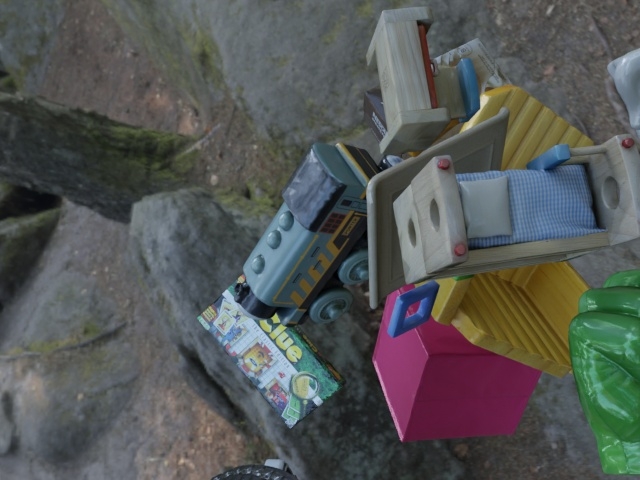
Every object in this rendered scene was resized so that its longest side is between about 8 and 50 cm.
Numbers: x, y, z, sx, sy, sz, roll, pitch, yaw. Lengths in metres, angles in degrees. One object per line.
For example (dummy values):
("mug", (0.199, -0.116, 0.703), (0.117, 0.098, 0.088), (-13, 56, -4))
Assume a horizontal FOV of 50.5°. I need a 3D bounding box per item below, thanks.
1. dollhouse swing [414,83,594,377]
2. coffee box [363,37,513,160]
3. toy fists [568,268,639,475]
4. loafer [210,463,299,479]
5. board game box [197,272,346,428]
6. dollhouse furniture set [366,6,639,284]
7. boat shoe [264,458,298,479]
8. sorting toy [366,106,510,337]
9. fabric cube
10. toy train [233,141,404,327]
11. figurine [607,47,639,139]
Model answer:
("dollhouse swing", (0.345, -0.018, 1.084), (0.305, 0.346, 0.315), (-52, 34, 22))
("coffee box", (0.220, -0.252, 1.270), (0.141, 0.246, 0.098), (59, 171, 19))
("toy fists", (0.313, 0.079, 0.518), (0.096, 0.279, 0.142), (135, 125, -68))
("loafer", (-0.123, 0.341, 0.717), (0.366, 0.134, 0.130), (-28, 100, 38))
("board game box", (-0.088, 0.190, 1.189), (0.136, 0.030, 0.260), (-44, 84, 18))
("dollhouse furniture set", (0.118, -0.075, 0.466), (0.129, 0.129, 0.184), (122, 140, -79))
("boat shoe", (-0.016, 0.442, 0.975), (0.104, 0.113, 0.306), (-5, 110, 11))
("sorting toy", (0.116, -0.039, 0.724), (0.047, 0.196, 0.348), (42, 152, 35))
("fabric cube", (0.283, 0.245, 1.452), (0.254, 0.258, 0.259), (-107, 22, -53))
("toy train", (0.000, 0.000, 1.021), (0.334, 0.190, 0.142), (-54, 46, 29))
("figurine", (0.386, -0.100, 0.615), (0.092, 0.214, 0.210), (-157, 45, -86))
